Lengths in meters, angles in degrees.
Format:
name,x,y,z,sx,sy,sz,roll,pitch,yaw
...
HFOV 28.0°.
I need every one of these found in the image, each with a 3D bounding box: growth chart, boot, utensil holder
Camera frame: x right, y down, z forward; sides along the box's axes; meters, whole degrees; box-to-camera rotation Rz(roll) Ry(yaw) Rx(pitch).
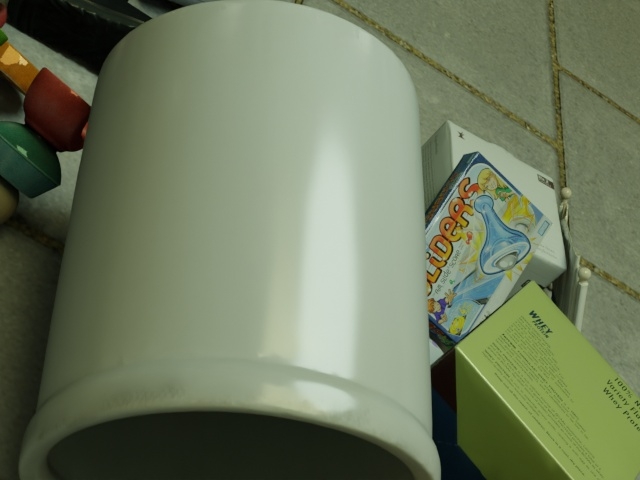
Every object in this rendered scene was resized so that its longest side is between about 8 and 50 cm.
name,x,y,z,sx,sy,sz,roll,pitch,yaw
growth chart,0.315,0.058,1.648,0.021,0.172,0.237,4,29,1
boot,-0.230,-0.286,1.512,0.247,0.094,0.207,26,43,-13
utensil holder,-0.062,0.036,1.092,0.328,0.328,0.385,22,54,-27

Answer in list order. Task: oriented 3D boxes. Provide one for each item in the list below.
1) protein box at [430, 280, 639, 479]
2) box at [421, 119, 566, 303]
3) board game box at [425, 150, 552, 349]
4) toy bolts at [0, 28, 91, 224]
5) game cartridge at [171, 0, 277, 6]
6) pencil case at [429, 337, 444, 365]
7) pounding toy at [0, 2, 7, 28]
name,x,y,z,sx,sy,sz,roll,pitch,yaw
protein box,0.188,0.178,1.210,0.200,0.136,0.201,49,32,7
box,0.204,-0.027,1.649,0.181,0.119,0.182,26,39,-22
board game box,0.171,0.015,1.500,0.136,0.035,0.201,41,69,-18
toy bolts,-0.335,-0.117,1.255,0.228,0.158,0.218,40,-6,12
game cartridge,-0.177,-0.403,1.701,0.196,0.060,0.294,17,38,-37
pencil case,0.125,0.220,1.331,0.124,0.113,0.273,-22,70,-32
pounding toy,-0.386,-0.297,1.377,0.237,0.110,0.183,17,40,24
